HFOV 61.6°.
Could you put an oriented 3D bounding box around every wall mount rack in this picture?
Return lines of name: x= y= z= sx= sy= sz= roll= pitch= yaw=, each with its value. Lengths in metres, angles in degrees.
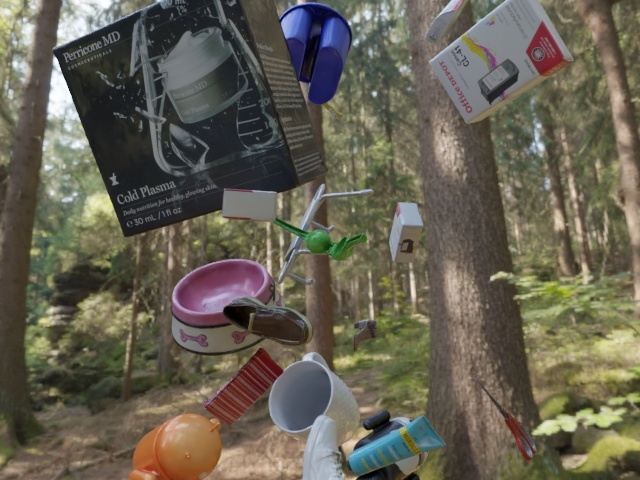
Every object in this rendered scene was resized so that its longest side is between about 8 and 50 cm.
wall mount rack: x=0.008 y=-0.021 z=1.536 sx=0.131 sy=0.349 sz=0.304 roll=26 pitch=-28 yaw=-8

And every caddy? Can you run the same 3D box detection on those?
caddy: x=-0.032 y=-0.608 z=1.754 sx=0.242 sy=0.179 sz=0.341 roll=11 pitch=-26 yaw=-7

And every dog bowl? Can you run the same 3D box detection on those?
dog bowl: x=-0.334 y=0.212 z=1.881 sx=0.409 sy=0.150 sz=0.408 roll=-7 pitch=30 yaw=4

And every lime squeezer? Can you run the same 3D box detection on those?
lime squeezer: x=0.000 y=0.000 z=1.141 sx=0.311 sy=0.058 sz=0.110 roll=16 pitch=-6 yaw=46

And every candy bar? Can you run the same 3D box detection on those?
candy bar: x=0.029 y=-0.554 z=2.200 sx=0.018 sy=0.161 sz=0.040 roll=-41 pitch=-10 yaw=-24

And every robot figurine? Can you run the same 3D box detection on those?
robot figurine: x=-0.271 y=0.405 z=1.015 sx=0.158 sy=0.128 sz=0.219 roll=17 pitch=-40 yaw=-35
robot figurine: x=0.217 y=0.669 z=1.683 sx=0.278 sy=0.208 sz=0.174 roll=-17 pitch=27 yaw=-39

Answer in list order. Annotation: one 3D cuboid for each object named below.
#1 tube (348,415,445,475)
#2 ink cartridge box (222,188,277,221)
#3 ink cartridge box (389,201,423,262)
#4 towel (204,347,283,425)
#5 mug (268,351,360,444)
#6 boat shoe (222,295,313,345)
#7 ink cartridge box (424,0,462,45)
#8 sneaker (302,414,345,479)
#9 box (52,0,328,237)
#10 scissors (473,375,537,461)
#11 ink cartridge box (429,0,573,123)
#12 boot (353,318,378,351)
tube: x=0.158 y=0.445 z=1.155 sx=0.207 sy=0.080 sz=0.052 roll=-33 pitch=12 yaw=22
ink cartridge box: x=-0.135 y=-0.066 z=1.040 sx=0.099 sy=0.056 sz=0.135 roll=4 pitch=1 yaw=-7
ink cartridge box: x=0.296 y=-0.026 z=1.874 sx=0.073 sy=0.127 sz=0.175 roll=2 pitch=-48 yaw=-5
towel: x=-0.262 y=0.514 z=1.883 sx=0.031 sy=0.275 sz=0.198 roll=36 pitch=-15 yaw=39
mug: x=-0.001 y=0.615 z=2.098 sx=0.276 sy=0.373 sz=0.328 roll=-24 pitch=-44 yaw=18
boat shoe: x=-0.139 y=0.206 z=1.324 sx=0.258 sy=0.095 sz=0.095 roll=10 pitch=7 yaw=37
ink cartridge box: x=0.434 y=-0.762 z=1.723 sx=0.056 sy=0.181 sz=0.224 roll=34 pitch=-33 yaw=4
sneaker: x=0.045 y=0.573 z=1.285 sx=0.169 sy=0.292 sz=0.108 roll=-9 pitch=-31 yaw=33
box: x=-0.296 y=-0.309 z=1.324 sx=0.481 sy=0.471 sz=0.297 roll=-15 pitch=9 yaw=18
scissors: x=0.535 y=0.502 z=1.558 sx=0.021 sy=0.297 sz=0.109 roll=-37 pitch=-7 yaw=30
ink cartridge box: x=0.497 y=-0.502 z=1.498 sx=0.306 sy=0.226 sz=0.131 roll=-33 pitch=-5 yaw=36
boot: x=0.162 y=0.338 z=1.911 sx=0.087 sy=0.118 sz=0.042 roll=2 pitch=-1 yaw=1
